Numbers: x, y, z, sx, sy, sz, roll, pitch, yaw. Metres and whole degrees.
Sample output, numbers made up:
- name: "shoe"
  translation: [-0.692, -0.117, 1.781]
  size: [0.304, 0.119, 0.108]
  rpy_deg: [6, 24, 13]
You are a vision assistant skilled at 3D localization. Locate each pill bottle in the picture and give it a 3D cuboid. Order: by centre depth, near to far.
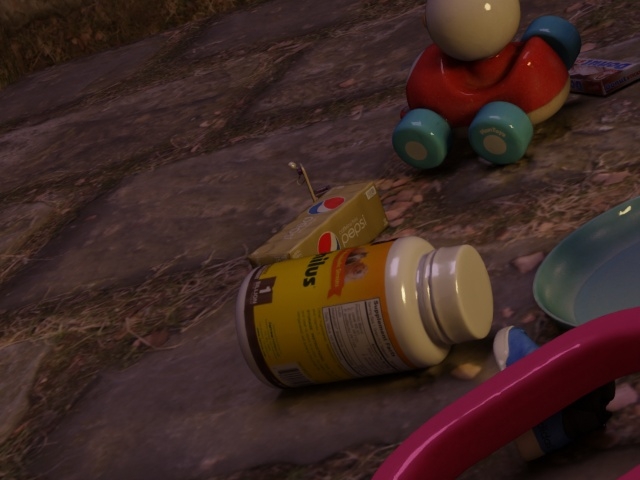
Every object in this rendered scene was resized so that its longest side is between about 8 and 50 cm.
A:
- name: "pill bottle"
  translation: [0.040, 0.062, 1.319]
  size: [0.215, 0.117, 0.117]
  rpy_deg: [-11, 20, 27]

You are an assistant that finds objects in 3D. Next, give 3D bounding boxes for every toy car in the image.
- name: "toy car"
  translation: [0.173, -0.246, 1.780]
  size: [0.210, 0.238, 0.219]
  rpy_deg: [-1, 40, 37]

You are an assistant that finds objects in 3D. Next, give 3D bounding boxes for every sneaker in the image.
- name: "sneaker"
  translation: [0.182, 0.104, 1.133]
  size: [0.084, 0.058, 0.152]
  rpy_deg: [-23, 22, 13]

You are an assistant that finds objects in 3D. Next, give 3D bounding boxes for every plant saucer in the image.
- name: "plant saucer"
  translation: [0.338, 0.015, 1.251]
  size: [0.317, 0.044, 0.317]
  rpy_deg: [-19, 19, 7]

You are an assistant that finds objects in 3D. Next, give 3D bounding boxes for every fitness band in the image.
- name: "fitness band"
  translation: [0.152, 0.147, 0.973]
  size: [0.290, 0.054, 0.209]
  rpy_deg: [-32, 25, 4]

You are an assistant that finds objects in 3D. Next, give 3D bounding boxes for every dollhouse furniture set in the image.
- name: "dollhouse furniture set"
  translation: [0.002, -0.055, 1.753]
  size: [0.091, 0.081, 0.114]
  rpy_deg: [-21, 18, -1]

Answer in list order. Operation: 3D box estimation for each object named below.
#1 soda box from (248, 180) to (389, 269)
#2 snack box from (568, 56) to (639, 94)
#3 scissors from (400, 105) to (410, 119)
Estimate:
- name: "soda box"
  translation: [0.000, 0.000, 1.638]
  size: [0.061, 0.058, 0.181]
  rpy_deg: [-6, 23, 38]
- name: "snack box"
  translation: [0.345, -0.216, 1.935]
  size: [0.064, 0.022, 0.178]
  rpy_deg: [-25, 18, -18]
- name: "scissors"
  translation: [0.234, -0.228, 2.105]
  size: [0.297, 0.021, 0.109]
  rpy_deg: [-31, 18, -31]
